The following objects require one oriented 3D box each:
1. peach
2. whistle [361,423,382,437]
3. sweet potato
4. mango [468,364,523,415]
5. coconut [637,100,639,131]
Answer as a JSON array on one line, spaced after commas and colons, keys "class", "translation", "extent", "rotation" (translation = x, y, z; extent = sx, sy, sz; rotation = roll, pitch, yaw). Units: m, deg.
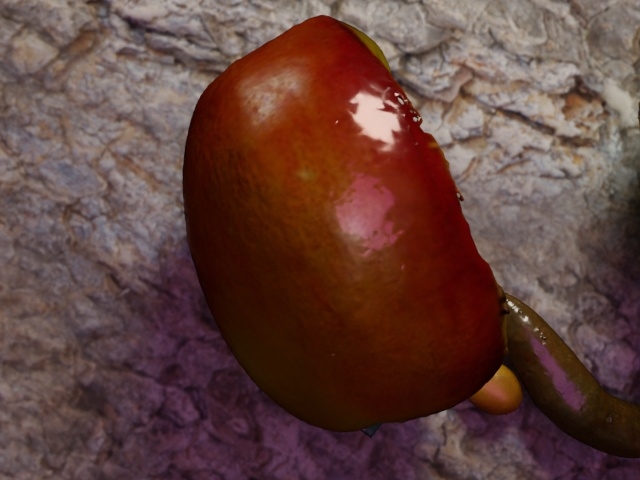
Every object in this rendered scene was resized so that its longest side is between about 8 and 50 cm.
[{"class": "peach", "translation": [0.000, 0.000, 0.655], "extent": [0.243, 0.306, 0.380], "rotation": [-19, 87, -11]}, {"class": "whistle", "translation": [0.104, 0.145, 0.794], "extent": [0.039, 0.039, 0.186], "rotation": [40, 87, -4]}, {"class": "sweet potato", "translation": [0.325, 0.186, 0.789], "extent": [0.346, 0.079, 0.108], "rotation": [30, 98, 0]}, {"class": "mango", "translation": [0.195, 0.167, 0.800], "extent": [0.089, 0.046, 0.060], "rotation": [42, 85, 9]}, {"class": "coconut", "translation": [0.510, -0.080, 0.685], "extent": [0.405, 0.404, 0.404], "rotation": [0, 89, -5]}]
